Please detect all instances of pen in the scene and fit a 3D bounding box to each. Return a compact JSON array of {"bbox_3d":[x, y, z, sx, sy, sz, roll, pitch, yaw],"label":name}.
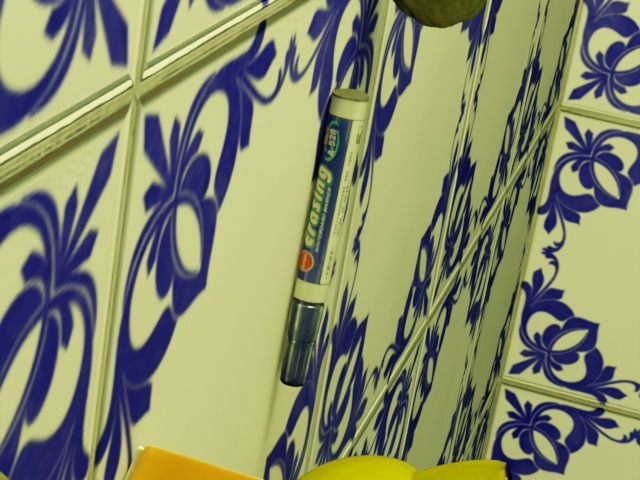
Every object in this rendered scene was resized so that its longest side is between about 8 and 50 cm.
[{"bbox_3d":[0.000,0.000,1.105,0.025,0.025,0.204,-36,140,-72],"label":"pen"}]

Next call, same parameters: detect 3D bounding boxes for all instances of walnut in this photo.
[{"bbox_3d":[0.080,-0.188,1.122,0.092,0.092,0.092,14,90,-78],"label":"walnut"}]

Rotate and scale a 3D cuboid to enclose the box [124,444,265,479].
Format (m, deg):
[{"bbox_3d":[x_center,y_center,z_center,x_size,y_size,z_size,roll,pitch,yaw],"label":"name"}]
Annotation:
[{"bbox_3d":[0.024,0.223,0.883,0.220,0.274,0.091,81,29,-56],"label":"box"}]

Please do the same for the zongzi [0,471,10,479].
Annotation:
[{"bbox_3d":[-0.102,0.177,0.653,0.317,0.154,0.289,66,-15,-6],"label":"zongzi"}]

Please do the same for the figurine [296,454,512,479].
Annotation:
[{"bbox_3d":[0.022,0.270,1.206,0.169,0.218,0.326,-123,-160,-46],"label":"figurine"}]
